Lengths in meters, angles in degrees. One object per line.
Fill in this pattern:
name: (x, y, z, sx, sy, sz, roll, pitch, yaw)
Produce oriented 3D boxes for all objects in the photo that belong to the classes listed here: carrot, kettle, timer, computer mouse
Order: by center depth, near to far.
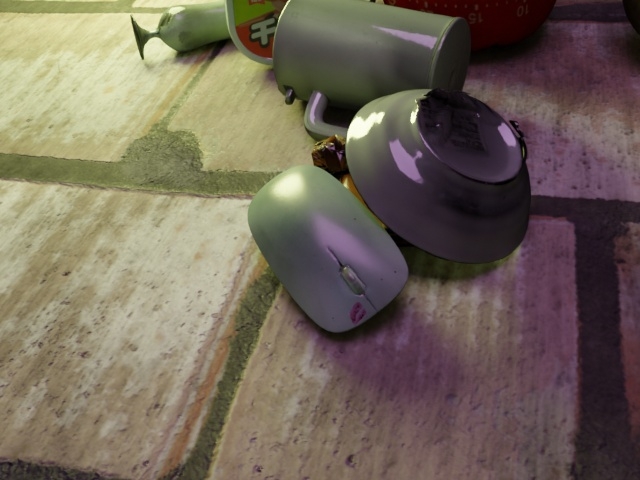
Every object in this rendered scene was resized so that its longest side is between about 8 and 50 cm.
computer mouse: (-0.003, -0.004, 0.989, 0.159, 0.097, 0.288, -36, 48, -3)
carrot: (0.099, -0.142, 1.161, 0.228, 0.069, 0.069, 1, 42, 22)
kettle: (0.081, -0.313, 1.270, 0.318, 0.205, 0.265, 18, 45, 22)
timer: (0.310, -0.568, 1.459, 0.378, 0.279, 0.378, -6, 40, 5)

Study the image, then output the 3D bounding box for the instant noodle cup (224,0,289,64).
instant noodle cup: (-0.069, -0.563, 1.537, 0.293, 0.294, 0.308, -7, 35, 1)

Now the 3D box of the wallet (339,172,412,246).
wallet: (0.120, -0.050, 1.095, 0.195, 0.042, 0.161, -2, 38, 10)

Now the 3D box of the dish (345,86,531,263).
dish: (0.196, -0.123, 1.014, 0.316, 0.106, 0.316, 12, 54, -17)

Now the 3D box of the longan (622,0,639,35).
longan: (0.730, -0.491, 1.315, 0.350, 0.288, 0.288, -20, 43, -26)

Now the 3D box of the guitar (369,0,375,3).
guitar: (0.097, -0.450, 1.410, 0.088, 0.233, 0.025, 26, 18, 16)

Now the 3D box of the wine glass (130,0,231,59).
wine glass: (-0.301, -0.480, 1.578, 0.231, 0.103, 0.103, -17, 43, -13)
